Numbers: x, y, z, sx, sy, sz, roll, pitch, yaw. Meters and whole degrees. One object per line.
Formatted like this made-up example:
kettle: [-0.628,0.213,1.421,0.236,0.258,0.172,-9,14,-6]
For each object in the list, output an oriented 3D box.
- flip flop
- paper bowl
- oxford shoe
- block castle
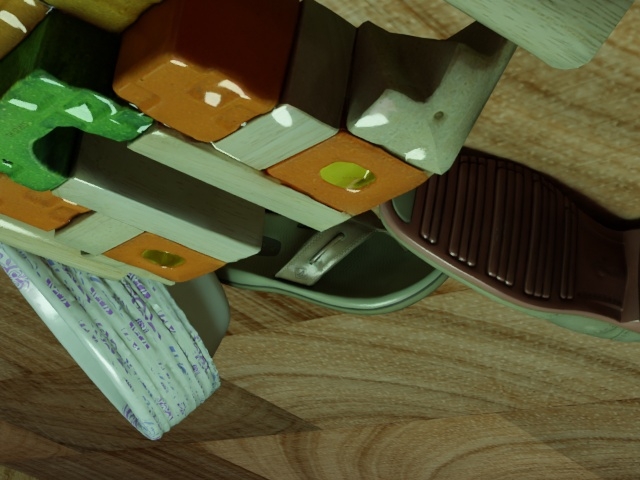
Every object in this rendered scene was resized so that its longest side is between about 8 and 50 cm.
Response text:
flip flop: [0.000,0.000,1.069,0.277,0.112,0.080,8,139,20]
paper bowl: [-0.200,0.047,1.095,0.284,0.148,0.284,46,162,20]
oxford shoe: [0.192,0.026,1.004,0.348,0.123,0.130,22,157,-17]
block castle: [-0.081,-0.168,0.540,0.213,0.302,0.453,22,153,-33]
